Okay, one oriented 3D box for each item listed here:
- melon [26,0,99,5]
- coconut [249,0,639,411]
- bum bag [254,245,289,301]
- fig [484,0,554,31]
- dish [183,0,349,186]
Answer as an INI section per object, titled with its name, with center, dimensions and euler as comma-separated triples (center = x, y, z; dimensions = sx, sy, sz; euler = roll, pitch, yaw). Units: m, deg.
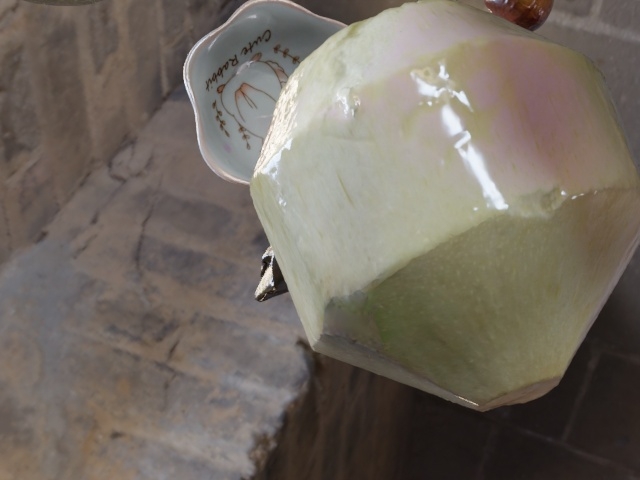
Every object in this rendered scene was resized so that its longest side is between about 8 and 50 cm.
[melon]
center = -0.227, -0.324, 0.776
dimensions = 0.237, 0.237, 0.302
euler = 108, 144, -45
[coconut]
center = 0.083, -0.012, 0.611
dimensions = 0.259, 0.259, 0.259
euler = 16, 133, 17
[bum bag]
center = 0.000, 0.000, 0.986
dimensions = 0.106, 0.232, 0.060
euler = -40, 86, 28
[fig]
center = 0.345, -0.414, 1.576
dimensions = 0.119, 0.153, 0.119
euler = 38, 158, 18
[dish]
center = -0.043, -0.140, 1.012
dimensions = 0.229, 0.229, 0.081
euler = 40, 158, -7
